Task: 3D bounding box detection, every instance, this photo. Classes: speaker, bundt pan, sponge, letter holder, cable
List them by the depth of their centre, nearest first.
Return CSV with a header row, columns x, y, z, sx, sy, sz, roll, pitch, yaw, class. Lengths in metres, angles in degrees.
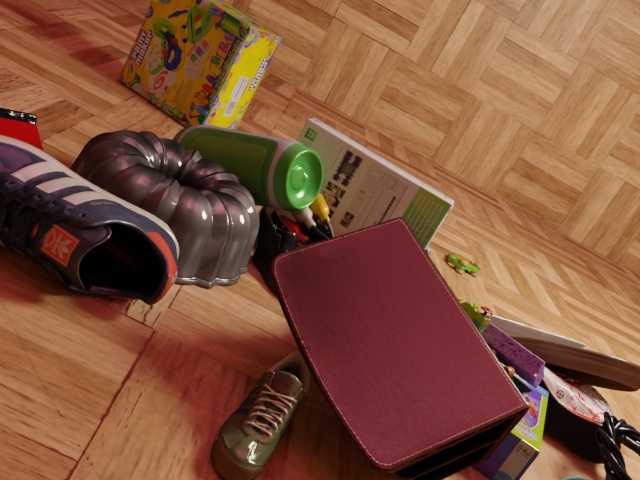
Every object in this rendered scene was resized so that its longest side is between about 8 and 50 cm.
x,y,z,sx,sy,sz,roll,pitch,yaw,class
0.070,0.151,0.904,0.214,0.152,0.302,-17,57,-22,letter holder
0.495,0.355,1.124,0.150,0.047,0.185,0,63,-39,cable
-0.240,-0.070,1.137,0.330,0.124,0.331,26,19,-9,bundt pan
0.263,0.151,1.139,0.210,0.031,0.117,38,-5,27,sponge
0.000,0.000,1.254,0.287,0.139,0.072,38,-21,51,cable
-0.142,-0.137,1.324,0.296,0.131,0.131,16,8,35,speaker

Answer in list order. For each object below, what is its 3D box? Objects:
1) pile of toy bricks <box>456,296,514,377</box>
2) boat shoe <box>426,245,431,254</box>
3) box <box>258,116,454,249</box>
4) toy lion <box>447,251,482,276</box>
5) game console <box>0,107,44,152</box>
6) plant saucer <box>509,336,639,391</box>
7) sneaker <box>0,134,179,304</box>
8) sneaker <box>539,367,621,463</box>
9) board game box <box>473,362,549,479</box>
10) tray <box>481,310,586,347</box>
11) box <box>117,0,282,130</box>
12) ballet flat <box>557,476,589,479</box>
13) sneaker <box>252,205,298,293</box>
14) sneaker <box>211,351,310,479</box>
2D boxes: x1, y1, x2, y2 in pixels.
x,y,z,sx,sy,sz,roll,pitch,yaw,class
0.208,0.134,1.047,0.118,0.105,0.212,11,26,-45,pile of toy bricks
0.211,0.021,1.672,0.081,0.079,0.227,47,28,20,boat shoe
0.062,-0.058,1.388,0.322,0.232,0.058,32,19,6,box
0.367,0.056,1.873,0.100,0.034,0.096,11,19,-43,toy lion
-0.530,-0.170,1.138,0.124,0.085,0.144,4,0,37,game console
0.479,0.237,1.357,0.277,0.041,0.278,15,-11,3,plant saucer
-0.327,-0.020,0.857,0.350,0.131,0.148,21,15,-24,sneaker
0.403,0.271,1.267,0.270,0.090,0.145,37,18,11,sneaker
0.178,0.204,1.114,0.347,0.078,0.233,34,19,12,board game box
0.379,0.188,1.435,0.270,0.030,0.145,18,-14,-19,tray
-0.302,-0.455,1.792,0.279,0.290,0.177,36,19,15,box
0.298,0.350,0.927,0.203,0.074,0.074,11,25,-31,ballet flat
-0.067,0.022,1.206,0.051,0.089,0.170,14,24,-40,sneaker
-0.058,0.183,0.799,0.064,0.086,0.192,32,18,6,sneaker
